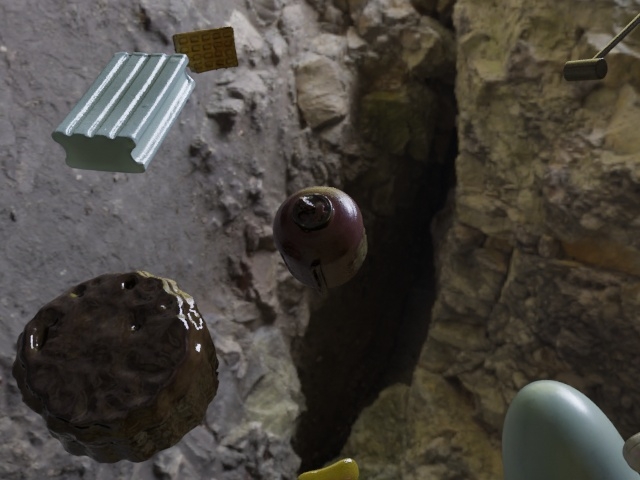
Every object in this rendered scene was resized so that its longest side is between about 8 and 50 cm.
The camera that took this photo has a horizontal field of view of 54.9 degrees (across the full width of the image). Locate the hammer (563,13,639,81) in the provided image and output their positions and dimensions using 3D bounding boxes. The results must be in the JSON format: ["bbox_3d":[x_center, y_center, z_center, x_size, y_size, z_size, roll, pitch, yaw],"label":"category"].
[{"bbox_3d":[0.277,-0.188,0.586,0.110,0.035,0.019,-43,119,-19],"label":"hammer"}]

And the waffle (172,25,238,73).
[{"bbox_3d":[-0.246,-0.406,1.317,0.135,0.021,0.092,-17,124,-19],"label":"waffle"}]

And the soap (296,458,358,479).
[{"bbox_3d":[0.009,0.292,0.753,0.089,0.012,0.034,-9,80,-30],"label":"soap"}]

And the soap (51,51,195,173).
[{"bbox_3d":[-0.357,-0.245,1.152,0.087,0.160,0.265,83,17,-48],"label":"soap"}]

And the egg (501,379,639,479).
[{"bbox_3d":[0.445,0.428,1.094,0.230,0.230,0.370,-16,86,-67],"label":"egg"}]

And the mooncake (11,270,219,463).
[{"bbox_3d":[-0.341,0.206,1.059,0.187,0.324,0.324,89,19,-56],"label":"mooncake"}]

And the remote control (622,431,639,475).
[{"bbox_3d":[0.361,0.194,0.604,0.074,0.122,0.032,41,16,-29],"label":"remote control"}]

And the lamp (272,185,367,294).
[{"bbox_3d":[0.000,0.000,1.177,0.258,0.180,0.180,71,32,-66],"label":"lamp"}]
